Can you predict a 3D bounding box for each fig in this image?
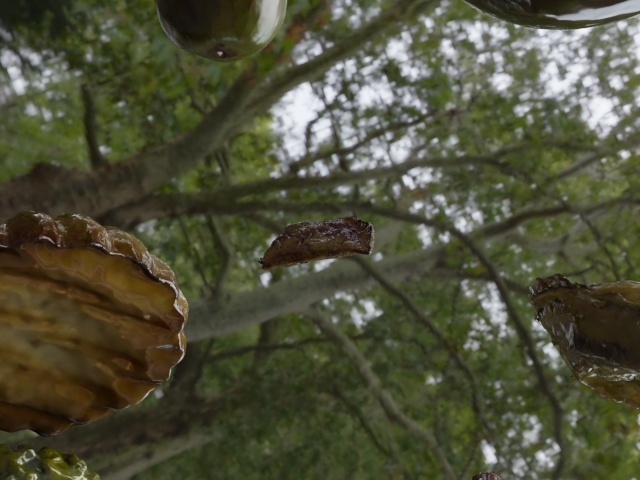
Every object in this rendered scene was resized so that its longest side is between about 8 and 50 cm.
[{"bbox_3d":[-0.106,-0.281,1.078,0.147,0.142,0.187,-15,-86,35],"label":"fig"}]

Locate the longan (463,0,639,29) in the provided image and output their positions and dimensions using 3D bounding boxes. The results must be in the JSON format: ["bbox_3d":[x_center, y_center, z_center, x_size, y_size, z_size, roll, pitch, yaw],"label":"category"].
[{"bbox_3d":[0.218,-0.332,0.902,0.319,0.318,0.319,49,-28,38],"label":"longan"}]

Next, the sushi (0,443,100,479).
[{"bbox_3d":[-0.394,0.385,1.201,0.351,0.396,0.240,83,15,-55],"label":"sushi"}]

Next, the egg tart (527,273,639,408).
[{"bbox_3d":[0.317,0.108,0.953,0.279,0.278,0.095,-12,-121,68],"label":"egg tart"}]

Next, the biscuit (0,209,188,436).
[{"bbox_3d":[-0.308,0.087,1.151,0.326,0.325,0.107,91,-10,-46],"label":"biscuit"}]

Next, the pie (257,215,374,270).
[{"bbox_3d":[0.000,0.000,1.293,0.169,0.092,0.034,-10,-57,30],"label":"pie"}]

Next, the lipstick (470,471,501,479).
[{"bbox_3d":[0.214,0.398,1.349,0.300,0.081,0.081,-65,142,-66],"label":"lipstick"}]
